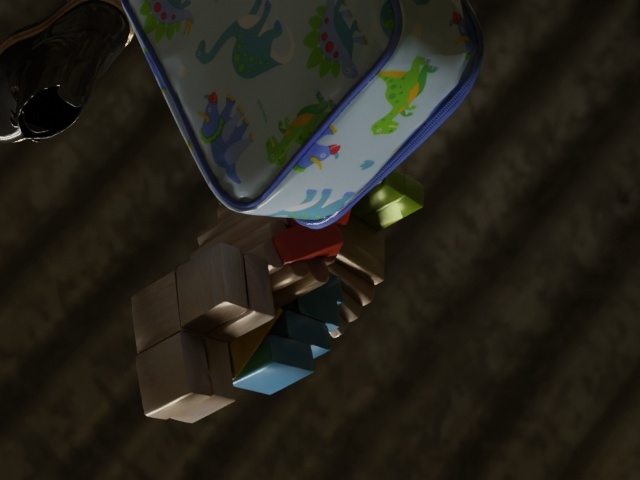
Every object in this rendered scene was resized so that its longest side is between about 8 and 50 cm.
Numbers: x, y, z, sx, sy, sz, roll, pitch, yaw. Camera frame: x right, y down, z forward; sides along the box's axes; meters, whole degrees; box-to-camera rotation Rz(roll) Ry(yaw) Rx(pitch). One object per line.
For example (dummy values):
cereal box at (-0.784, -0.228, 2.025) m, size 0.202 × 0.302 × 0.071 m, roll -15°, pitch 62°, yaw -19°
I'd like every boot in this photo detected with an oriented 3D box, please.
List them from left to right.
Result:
boot at (-0.228, -0.108, 1.531) m, size 0.077 × 0.198 × 0.137 m, roll 34°, pitch -137°, yaw -15°

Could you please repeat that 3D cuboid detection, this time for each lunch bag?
lunch bag at (-0.018, -0.127, 1.078) m, size 0.090 × 0.176 × 0.219 m, roll 10°, pitch -137°, yaw -45°

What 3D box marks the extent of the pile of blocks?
pile of blocks at (0.000, 0.000, 1.312) m, size 0.149 × 0.113 × 0.362 m, roll 49°, pitch -143°, yaw -16°
